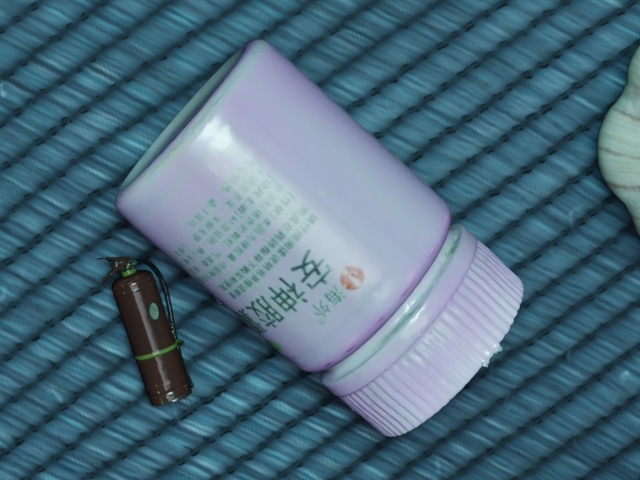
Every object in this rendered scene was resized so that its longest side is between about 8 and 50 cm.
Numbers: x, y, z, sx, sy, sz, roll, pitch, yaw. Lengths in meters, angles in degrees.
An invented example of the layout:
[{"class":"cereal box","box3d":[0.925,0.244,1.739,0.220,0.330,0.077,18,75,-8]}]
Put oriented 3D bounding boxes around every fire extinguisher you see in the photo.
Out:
[{"class":"fire extinguisher","box3d":[-0.140,0.068,1.487,0.056,0.039,0.132,-24,101,-35]}]

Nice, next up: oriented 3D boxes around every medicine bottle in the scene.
[{"class":"medicine bottle","box3d":[0.000,0.000,1.422,0.290,0.178,0.178,42,92,-11]}]

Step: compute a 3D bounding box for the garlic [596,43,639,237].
[{"class":"garlic","box3d":[0.349,-0.063,1.417,0.245,0.253,0.245,-1,107,-2]}]
